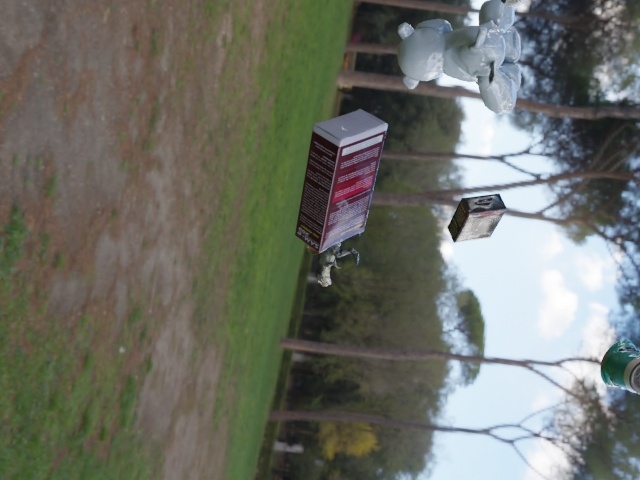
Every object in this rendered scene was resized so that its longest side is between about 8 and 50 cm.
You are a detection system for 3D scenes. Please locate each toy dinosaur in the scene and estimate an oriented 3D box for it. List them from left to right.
[{"bbox_3d":[0.047,0.004,2.031,0.064,0.118,0.268,-57,151,-75],"label":"toy dinosaur"}]

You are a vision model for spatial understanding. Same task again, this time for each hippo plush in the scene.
[{"bbox_3d":[0.295,-0.382,1.657,0.294,0.236,0.234,-54,135,-49],"label":"hippo plush"}]

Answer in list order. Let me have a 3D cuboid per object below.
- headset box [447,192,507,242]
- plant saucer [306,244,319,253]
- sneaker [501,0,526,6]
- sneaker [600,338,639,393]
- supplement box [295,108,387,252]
[{"bbox_3d":[0.229,-0.035,1.111,0.083,0.062,0.032,103,-26,-54],"label":"headset box"},{"bbox_3d":[0.000,0.000,1.949,0.015,0.083,0.083,35,54,-44],"label":"plant saucer"},{"bbox_3d":[0.417,-0.563,1.429,0.153,0.094,0.235,-26,131,-45],"label":"sneaker"},{"bbox_3d":[0.783,0.326,1.819,0.124,0.295,0.178,-65,-155,3],"label":"sneaker"},{"bbox_3d":[0.036,-0.109,1.395,0.130,0.073,0.239,-25,137,-41],"label":"supplement box"}]
